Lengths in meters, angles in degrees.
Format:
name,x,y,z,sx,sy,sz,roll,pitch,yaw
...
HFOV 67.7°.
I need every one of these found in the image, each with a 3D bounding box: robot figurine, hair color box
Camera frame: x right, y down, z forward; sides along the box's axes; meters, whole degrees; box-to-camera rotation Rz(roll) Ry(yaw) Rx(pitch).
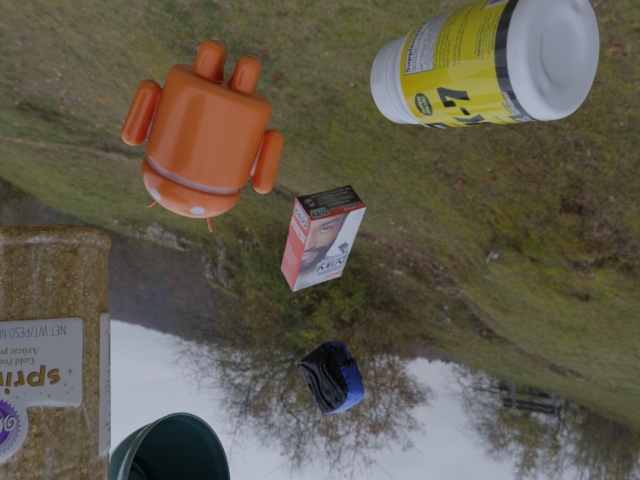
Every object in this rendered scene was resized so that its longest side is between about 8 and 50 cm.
name,x,y,z,sx,sy,sz,roll,pitch,yaw
robot figurine,-0.135,-0.120,0.570,0.158,0.219,0.128,2,-151,-47
hair color box,0.000,0.000,0.724,0.093,0.053,0.167,-16,144,-25

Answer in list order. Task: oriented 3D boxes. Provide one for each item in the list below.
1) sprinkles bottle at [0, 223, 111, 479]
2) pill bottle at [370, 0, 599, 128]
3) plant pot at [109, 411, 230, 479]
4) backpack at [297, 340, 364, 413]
name,x,y,z,sx,sy,sz,roll,pitch,yaw
sprinkles bottle,-0.269,0.167,0.469,0.121,0.355,0.121,-4,170,-1
pill bottle,0.154,-0.178,0.492,0.119,0.119,0.208,18,178,-33
plant pot,-0.356,0.527,0.989,0.196,0.293,0.293,-20,159,22
backpack,0.033,0.268,0.926,0.101,0.120,0.098,13,131,-44
